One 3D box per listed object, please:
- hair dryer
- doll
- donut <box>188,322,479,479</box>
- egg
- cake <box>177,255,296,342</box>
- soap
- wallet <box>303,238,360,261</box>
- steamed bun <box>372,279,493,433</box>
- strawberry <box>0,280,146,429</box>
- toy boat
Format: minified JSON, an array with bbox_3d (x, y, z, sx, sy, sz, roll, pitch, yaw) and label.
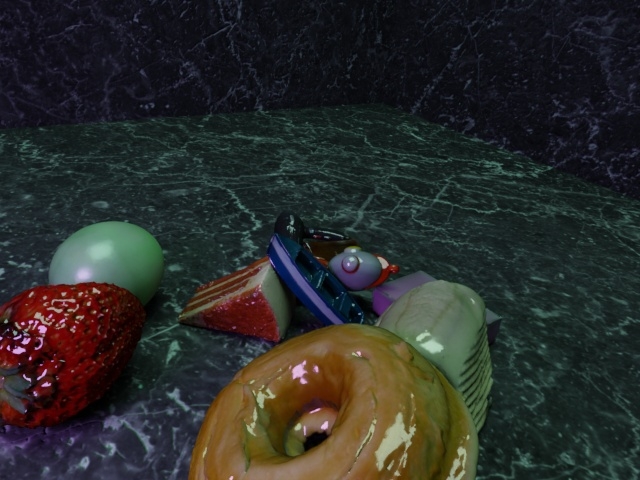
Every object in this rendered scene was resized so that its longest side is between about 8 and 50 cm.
[{"bbox_3d":[0.000,0.000,1.591,0.271,0.091,0.235,4,36,-12],"label":"hair dryer"},{"bbox_3d":[0.027,0.071,1.324,0.336,0.105,0.200,-2,-19,19],"label":"doll"},{"bbox_3d":[0.005,0.296,0.760,0.449,0.198,0.449,-22,27,12],"label":"donut"},{"bbox_3d":[-0.472,0.068,1.202,0.220,0.220,0.269,15,19,18],"label":"egg"},{"bbox_3d":[-0.195,0.117,1.229,0.262,0.160,0.158,8,30,7],"label":"cake"},{"bbox_3d":[0.273,0.177,1.291,0.181,0.081,0.259,-16,33,-37],"label":"soap"},{"bbox_3d":[0.044,0.038,1.532,0.176,0.026,0.095,-4,51,-36],"label":"wallet"},{"bbox_3d":[0.177,0.232,1.030,0.272,0.273,0.290,0,19,24],"label":"steamed bun"},{"bbox_3d":[-0.448,0.190,0.955,0.250,0.239,0.288,-1,10,33],"label":"strawberry"},{"bbox_3d":[-0.016,0.102,1.212,0.299,0.061,0.096,48,31,-14],"label":"toy boat"}]
